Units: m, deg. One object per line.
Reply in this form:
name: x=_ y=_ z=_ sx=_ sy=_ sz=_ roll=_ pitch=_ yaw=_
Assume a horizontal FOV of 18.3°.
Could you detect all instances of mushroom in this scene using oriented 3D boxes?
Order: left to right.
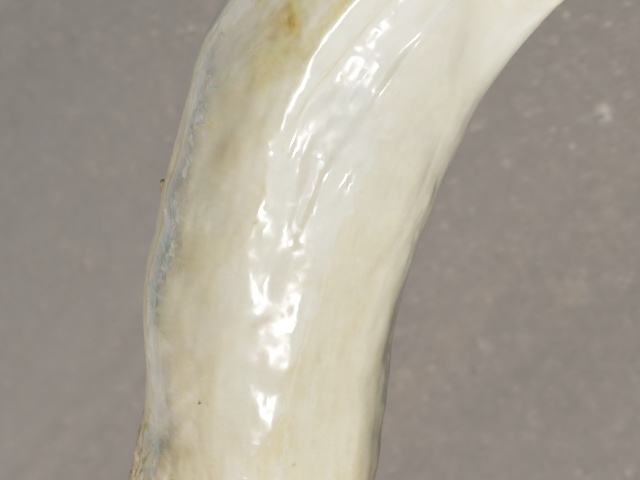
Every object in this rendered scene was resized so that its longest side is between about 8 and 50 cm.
mushroom: x=0.000 y=0.000 z=0.716 sx=0.123 sy=0.095 sz=0.351 roll=33 pitch=122 yaw=23
